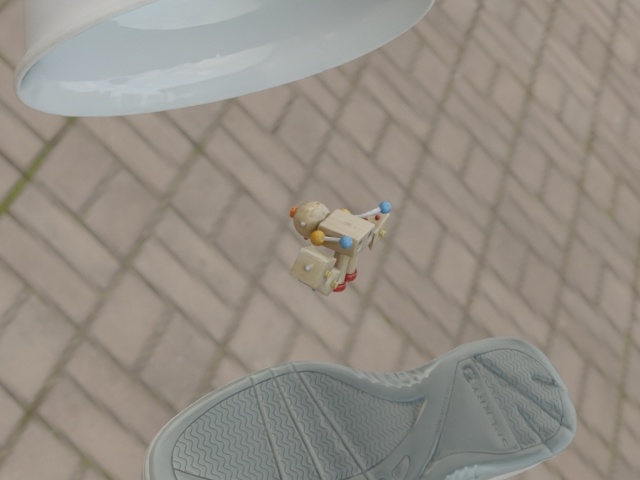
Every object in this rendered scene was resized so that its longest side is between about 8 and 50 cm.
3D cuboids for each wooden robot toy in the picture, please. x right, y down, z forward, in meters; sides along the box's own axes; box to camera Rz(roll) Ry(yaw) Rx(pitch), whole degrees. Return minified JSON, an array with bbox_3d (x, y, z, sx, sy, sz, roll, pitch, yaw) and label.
[{"bbox_3d":[0.000,0.000,1.628,0.079,0.076,0.173,28,30,14],"label":"wooden robot toy"}]

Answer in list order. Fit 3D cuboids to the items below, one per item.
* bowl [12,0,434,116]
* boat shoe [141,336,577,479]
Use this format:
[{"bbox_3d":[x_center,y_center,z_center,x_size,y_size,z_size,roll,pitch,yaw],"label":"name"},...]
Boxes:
[{"bbox_3d":[-0.078,-0.192,1.198,0.298,0.298,0.134,-2,76,-54],"label":"bowl"},{"bbox_3d":[0.021,0.135,1.088,0.320,0.103,0.118,-12,69,-41],"label":"boat shoe"}]
